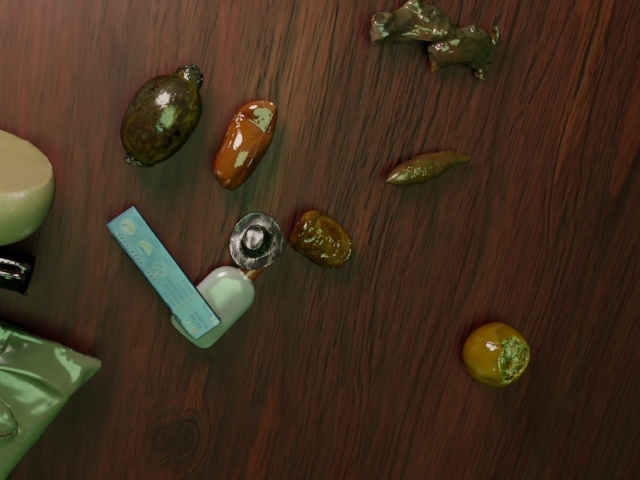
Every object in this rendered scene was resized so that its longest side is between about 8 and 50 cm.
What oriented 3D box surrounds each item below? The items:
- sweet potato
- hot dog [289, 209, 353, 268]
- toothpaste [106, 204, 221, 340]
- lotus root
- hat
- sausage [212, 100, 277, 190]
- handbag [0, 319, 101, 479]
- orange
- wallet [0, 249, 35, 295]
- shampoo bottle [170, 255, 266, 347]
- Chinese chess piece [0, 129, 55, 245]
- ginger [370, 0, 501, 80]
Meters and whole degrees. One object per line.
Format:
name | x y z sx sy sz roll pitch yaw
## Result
sweet potato | 0.222 -0.150 1.348 0.206 0.060 0.068 -18 148 -13
hot dog | 0.002 -0.001 1.316 0.147 0.065 0.099 30 95 -34
toothpaste | -0.292 0.062 1.220 0.066 0.053 0.272 -36 100 -7
lotus root | -0.274 -0.218 1.131 0.120 0.120 0.209 32 98 -23
hat | -0.126 -0.003 1.261 0.121 0.050 0.121 0 71 1
sausage | -0.142 -0.180 1.212 0.089 0.089 0.179 29 92 -23
handbag | -0.597 0.290 1.190 0.253 0.109 0.316 36 99 -20
orange | 0.404 0.265 1.488 0.155 0.134 0.154 -7 116 -16
wallet | -0.576 0.029 1.042 0.221 0.262 0.071 18 80 -20
shampoo bottle | -0.189 0.109 1.294 0.221 0.051 0.108 -45 109 0
Chinese chess piece | -0.551 -0.095 1.003 0.273 0.273 0.102 16 115 -21
ginger | 0.221 -0.395 1.269 0.290 0.084 0.122 9 125 -24
